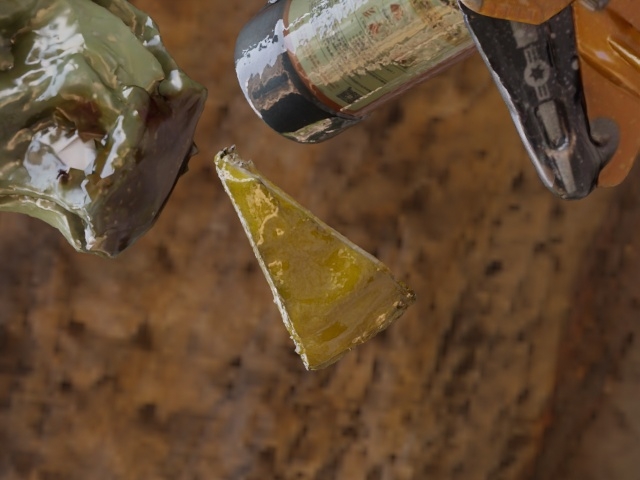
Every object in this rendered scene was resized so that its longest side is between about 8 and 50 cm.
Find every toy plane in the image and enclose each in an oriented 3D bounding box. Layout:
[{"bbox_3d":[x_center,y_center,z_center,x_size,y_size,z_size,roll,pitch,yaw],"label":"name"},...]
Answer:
[{"bbox_3d":[0.082,-0.177,0.901,0.204,0.316,0.103,-52,13,8],"label":"toy plane"}]

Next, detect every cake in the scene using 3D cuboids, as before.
[{"bbox_3d":[0.000,-0.001,1.410,0.080,0.116,0.185,88,163,-82],"label":"cake"}]

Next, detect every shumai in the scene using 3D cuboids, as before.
[{"bbox_3d":[-0.216,-0.059,1.189,0.225,0.222,0.260,-20,-14,-47],"label":"shumai"}]

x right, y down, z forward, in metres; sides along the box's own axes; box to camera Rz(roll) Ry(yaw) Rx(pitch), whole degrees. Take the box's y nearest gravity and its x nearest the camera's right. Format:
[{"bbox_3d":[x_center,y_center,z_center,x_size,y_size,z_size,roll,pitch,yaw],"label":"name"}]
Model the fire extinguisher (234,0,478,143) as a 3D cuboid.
[{"bbox_3d":[0.079,-0.215,1.331,0.200,0.376,0.113,53,-138,-13],"label":"fire extinguisher"}]
